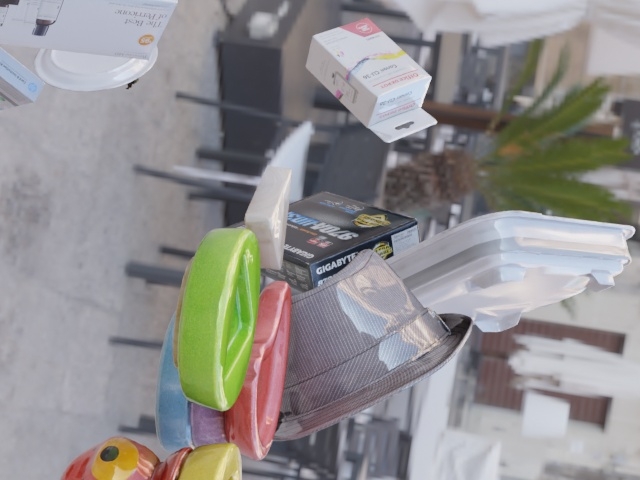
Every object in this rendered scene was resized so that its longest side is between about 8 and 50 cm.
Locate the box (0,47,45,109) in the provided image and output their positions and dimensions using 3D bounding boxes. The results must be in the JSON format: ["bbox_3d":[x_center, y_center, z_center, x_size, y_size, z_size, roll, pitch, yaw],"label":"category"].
[{"bbox_3d":[-0.496,-0.242,1.702,0.145,0.186,0.038,41,65,-33],"label":"box"}]

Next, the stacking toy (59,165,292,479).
[{"bbox_3d":[-0.114,0.095,0.948,0.309,0.130,0.279,-67,162,-65],"label":"stacking toy"}]

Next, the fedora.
[{"bbox_3d":[0.020,0.090,1.191,0.124,0.244,0.275,63,9,0],"label":"fedora"}]

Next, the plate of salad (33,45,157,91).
[{"bbox_3d":[-0.363,-0.291,1.949,0.200,0.200,0.048,-70,165,-47],"label":"plate of salad"}]

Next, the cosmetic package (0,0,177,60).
[{"bbox_3d":[-0.280,-0.250,1.259,0.099,0.239,0.060,-50,-133,47],"label":"cosmetic package"}]

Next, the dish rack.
[{"bbox_3d":[0.218,0.053,1.508,0.333,0.285,0.072,3,66,-45],"label":"dish rack"}]

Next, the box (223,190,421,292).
[{"bbox_3d":[0.000,0.000,1.599,0.175,0.220,0.051,-22,114,-28],"label":"box"}]

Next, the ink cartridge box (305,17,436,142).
[{"bbox_3d":[0.085,-0.244,1.822,0.115,0.198,0.067,-25,149,-33],"label":"ink cartridge box"}]
